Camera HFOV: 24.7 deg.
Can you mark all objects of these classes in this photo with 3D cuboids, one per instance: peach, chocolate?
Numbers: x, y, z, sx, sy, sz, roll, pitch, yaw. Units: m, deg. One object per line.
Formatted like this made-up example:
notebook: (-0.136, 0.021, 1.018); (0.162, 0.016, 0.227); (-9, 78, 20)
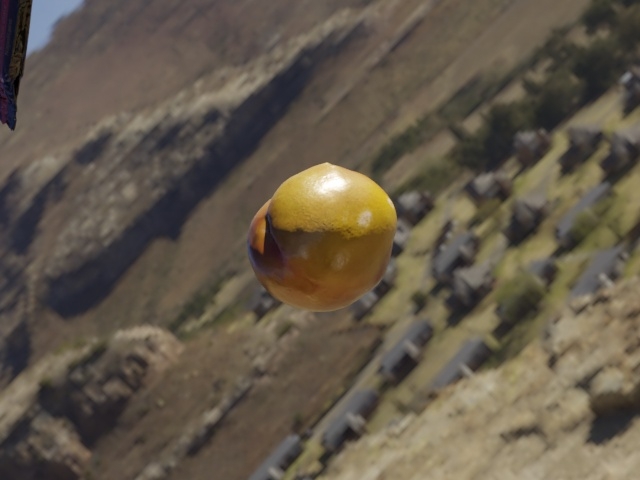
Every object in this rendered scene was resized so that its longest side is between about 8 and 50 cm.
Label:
peach: (0.000, 0.000, 1.330); (0.138, 0.138, 0.138); (-44, 8, 8)
chocolate: (-0.291, -0.198, 1.363); (0.086, 0.028, 0.183); (28, 113, 47)
